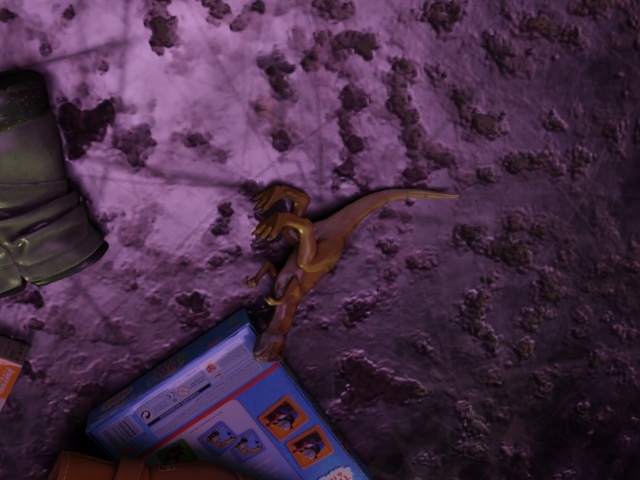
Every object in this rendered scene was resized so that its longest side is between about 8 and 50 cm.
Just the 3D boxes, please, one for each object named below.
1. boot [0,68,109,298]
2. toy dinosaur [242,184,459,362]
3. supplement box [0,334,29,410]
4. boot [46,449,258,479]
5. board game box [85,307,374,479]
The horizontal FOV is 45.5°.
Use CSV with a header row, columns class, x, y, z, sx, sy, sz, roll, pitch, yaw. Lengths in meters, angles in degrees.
class,x,y,z,sx,sy,sz,roll,pitch,yaw
boot,-0.287,-0.016,0.532,0.247,0.083,0.161,-12,116,-6
toy dinosaur,0.000,0.000,0.618,0.211,0.064,0.112,-49,123,-6
supplement box,-0.287,0.097,0.589,0.098,0.036,0.062,24,102,-19
boot,-0.146,0.306,0.600,0.220,0.109,0.283,20,98,-24
board game box,-0.071,0.185,0.664,0.160,0.039,0.211,-34,111,0
